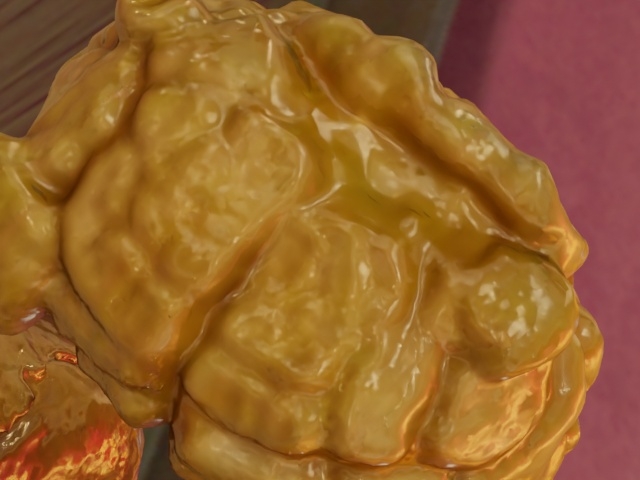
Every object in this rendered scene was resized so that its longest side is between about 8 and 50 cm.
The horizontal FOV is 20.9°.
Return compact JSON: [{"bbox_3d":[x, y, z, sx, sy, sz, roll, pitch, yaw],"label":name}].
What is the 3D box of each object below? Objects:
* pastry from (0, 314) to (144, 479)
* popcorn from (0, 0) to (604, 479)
[{"bbox_3d":[-0.269,0.168,1.057,0.356,0.356,0.164,9,27,-50],"label":"pastry"},{"bbox_3d":[-0.011,-0.004,0.511,0.163,0.140,0.194,22,22,-51],"label":"popcorn"}]
